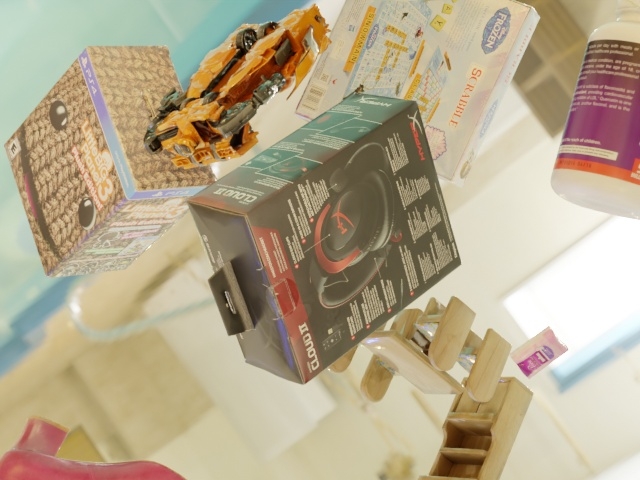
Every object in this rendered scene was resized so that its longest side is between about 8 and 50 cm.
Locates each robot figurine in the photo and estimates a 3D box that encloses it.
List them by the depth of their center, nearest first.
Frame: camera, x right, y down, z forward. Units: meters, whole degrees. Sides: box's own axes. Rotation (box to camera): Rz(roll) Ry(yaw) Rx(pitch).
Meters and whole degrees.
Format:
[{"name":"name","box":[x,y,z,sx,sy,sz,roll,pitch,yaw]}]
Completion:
[{"name":"robot figurine","box":[-0.106,-0.197,1.890,0.211,0.085,0.291,-9,-144,41]}]

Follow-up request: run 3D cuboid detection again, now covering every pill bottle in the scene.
[{"name":"pill bottle","box":[0.468,-0.202,2.156,0.181,0.181,0.323,36,69,-83]}]

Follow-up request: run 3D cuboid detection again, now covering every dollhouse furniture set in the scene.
[{"name":"dollhouse furniture set","box":[0.139,0.202,1.837,0.212,0.242,0.161,-7,-130,51]}]

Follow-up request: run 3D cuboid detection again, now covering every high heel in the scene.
[{"name":"high heel","box":[-0.241,0.289,1.592,0.082,0.244,0.117,-50,-165,47]}]

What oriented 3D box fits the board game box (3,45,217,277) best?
[{"name":"board game box","box":[-0.313,-0.112,2.108,0.141,0.232,0.291,-7,158,-41]}]

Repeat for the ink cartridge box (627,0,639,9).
[{"name":"ink cartridge box","box":[0.467,-0.199,1.835,0.097,0.255,0.189,-55,168,15]}]

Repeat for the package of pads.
[{"name":"package of pads","box":[0.350,0.179,2.306,0.083,0.050,0.032,-37,-155,11]}]

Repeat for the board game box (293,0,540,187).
[{"name":"board game box","box":[0.160,-0.294,2.428,0.318,0.318,0.066,-65,157,2]}]

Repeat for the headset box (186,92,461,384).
[{"name":"headset box","box":[0.000,0.000,1.581,0.293,0.218,0.110,-36,-149,-30]}]
